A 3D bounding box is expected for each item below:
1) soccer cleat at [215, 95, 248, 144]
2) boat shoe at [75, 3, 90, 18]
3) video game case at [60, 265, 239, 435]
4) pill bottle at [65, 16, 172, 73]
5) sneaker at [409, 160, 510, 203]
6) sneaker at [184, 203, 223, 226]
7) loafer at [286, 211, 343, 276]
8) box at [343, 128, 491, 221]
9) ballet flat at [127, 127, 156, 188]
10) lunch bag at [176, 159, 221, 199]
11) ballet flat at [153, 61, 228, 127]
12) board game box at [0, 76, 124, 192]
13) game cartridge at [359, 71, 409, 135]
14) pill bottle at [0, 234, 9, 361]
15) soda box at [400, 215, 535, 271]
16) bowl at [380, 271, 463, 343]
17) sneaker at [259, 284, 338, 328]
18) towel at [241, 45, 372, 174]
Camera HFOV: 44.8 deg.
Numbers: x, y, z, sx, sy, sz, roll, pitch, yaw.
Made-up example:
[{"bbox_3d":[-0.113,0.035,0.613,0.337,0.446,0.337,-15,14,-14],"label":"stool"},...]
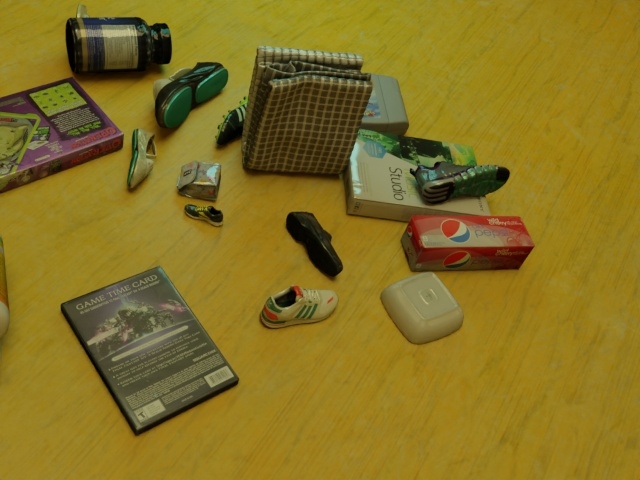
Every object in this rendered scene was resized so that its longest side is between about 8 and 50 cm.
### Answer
[{"bbox_3d":[-0.174,-0.265,1.736,0.072,0.060,0.179,28,45,5],"label":"soccer cleat"},{"bbox_3d":[-0.554,-0.502,1.828,0.045,0.050,0.135,3,59,-20],"label":"boat shoe"},{"bbox_3d":[-0.294,0.178,1.333,0.196,0.026,0.274,-23,59,-33],"label":"video game case"},{"bbox_3d":[-0.455,-0.442,1.755,0.219,0.123,0.123,-8,53,-24],"label":"pill bottle"},{"bbox_3d":[0.309,-0.150,1.704,0.223,0.083,0.098,-10,50,-25],"label":"sneaker"},{"bbox_3d":[-0.231,-0.059,1.552,0.083,0.035,0.031,19,46,-1],"label":"sneaker"},{"bbox_3d":[0.000,0.000,1.561,0.061,0.062,0.170,-17,58,-35],"label":"loafer"},{"bbox_3d":[0.210,-0.141,1.753,0.322,0.058,0.232,7,49,-14],"label":"box"},{"bbox_3d":[-0.364,-0.171,1.596,0.052,0.057,0.168,13,47,-20],"label":"ballet flat"},{"bbox_3d":[-0.249,-0.126,1.594,0.083,0.053,0.071,6,47,-1],"label":"lunch bag"},{"bbox_3d":[-0.311,-0.329,1.733,0.096,0.095,0.280,21,36,14],"label":"ballet flat"},{"bbox_3d":[-0.600,-0.208,1.557,0.347,0.056,0.208,-27,59,-34],"label":"board game box"},{"bbox_3d":[0.064,-0.335,1.880,0.297,0.062,0.198,4,45,-15],"label":"game cartridge"},{"bbox_3d":[-0.572,0.093,1.239,0.136,0.136,0.246,-5,52,-22],"label":"pill bottle"},{"bbox_3d":[0.311,0.005,1.641,0.263,0.083,0.092,-1,51,-18],"label":"soda box"},{"bbox_3d":[0.205,0.124,1.524,0.142,0.053,0.142,-17,58,-28],"label":"bowl"},{"bbox_3d":[-0.032,0.114,1.439,0.161,0.075,0.057,-11,54,-25],"label":"sneaker"},{"bbox_3d":[-0.033,-0.258,1.623,0.235,0.284,0.121,2,51,-15],"label":"towel"}]
